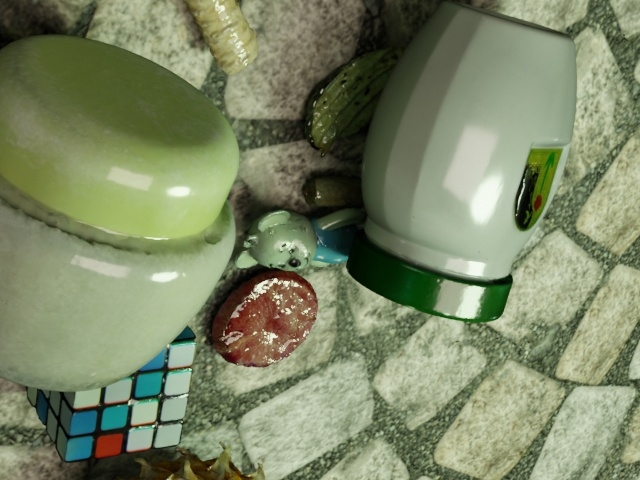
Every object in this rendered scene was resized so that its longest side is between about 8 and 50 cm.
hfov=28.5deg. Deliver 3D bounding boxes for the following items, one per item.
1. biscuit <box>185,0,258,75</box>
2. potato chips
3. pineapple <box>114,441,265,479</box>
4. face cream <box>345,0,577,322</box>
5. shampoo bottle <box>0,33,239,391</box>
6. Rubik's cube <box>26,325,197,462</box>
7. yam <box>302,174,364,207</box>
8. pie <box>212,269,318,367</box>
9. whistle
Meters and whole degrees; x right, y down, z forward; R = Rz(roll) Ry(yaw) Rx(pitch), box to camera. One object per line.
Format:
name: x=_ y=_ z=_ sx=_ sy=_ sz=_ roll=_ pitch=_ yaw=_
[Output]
biscuit: x=-0.131 y=-0.278 z=1.374 sx=0.061 sy=0.055 sz=0.219 roll=-50 pitch=135 yaw=-20
potato chips: x=0.059 y=-0.192 z=1.577 sx=0.207 sy=0.028 sz=0.092 roll=-40 pitch=132 yaw=-9
pineapple: x=-0.219 y=0.377 z=1.687 sx=0.209 sy=0.286 sz=0.344 roll=42 pitch=100 yaw=1
face cream: x=0.176 y=-0.101 z=1.549 sx=0.312 sy=0.219 sz=0.357 roll=-8 pitch=118 yaw=-59
shampoo bottle: x=-0.252 y=-0.021 z=1.273 sx=0.322 sy=0.322 sz=0.317 roll=10 pitch=119 yaw=-38
Rubik's cube: x=-0.251 y=0.150 z=1.495 sx=0.151 sy=0.154 sz=0.155 roll=-4 pitch=119 yaw=-32
yam: x=0.024 y=-0.063 z=1.625 sx=0.094 sy=0.043 sz=0.043 roll=3 pitch=116 yaw=-33
pie: x=-0.072 y=0.103 z=1.668 sx=0.154 sy=0.036 sz=0.154 roll=-17 pitch=126 yaw=-25
whistle: x=0.000 y=0.000 z=1.630 sx=0.235 sy=0.077 sz=0.114 roll=-2 pitch=140 yaw=-38
